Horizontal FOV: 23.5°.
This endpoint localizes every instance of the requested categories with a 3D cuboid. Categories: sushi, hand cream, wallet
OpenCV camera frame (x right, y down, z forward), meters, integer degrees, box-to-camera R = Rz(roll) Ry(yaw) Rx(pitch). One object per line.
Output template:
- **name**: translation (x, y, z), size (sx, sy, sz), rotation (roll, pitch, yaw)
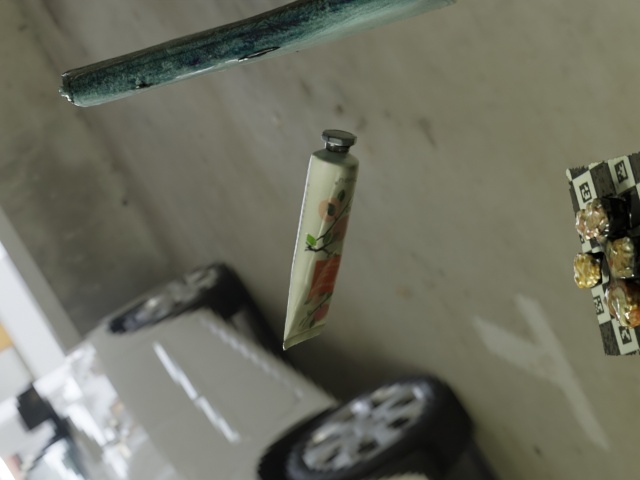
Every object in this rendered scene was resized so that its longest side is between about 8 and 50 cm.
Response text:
- **sushi**: translation (0.302, 0.020, 1.591), size (0.193, 0.040, 0.210), rotation (167, 93, -70)
- **hand cream**: translation (0.000, 0.000, 1.611), size (0.050, 0.080, 0.234), rotation (21, 111, 29)
- **wallet**: translation (-0.052, -0.200, 1.503), size (0.191, 0.379, 0.046), rotation (-35, -72, -79)
